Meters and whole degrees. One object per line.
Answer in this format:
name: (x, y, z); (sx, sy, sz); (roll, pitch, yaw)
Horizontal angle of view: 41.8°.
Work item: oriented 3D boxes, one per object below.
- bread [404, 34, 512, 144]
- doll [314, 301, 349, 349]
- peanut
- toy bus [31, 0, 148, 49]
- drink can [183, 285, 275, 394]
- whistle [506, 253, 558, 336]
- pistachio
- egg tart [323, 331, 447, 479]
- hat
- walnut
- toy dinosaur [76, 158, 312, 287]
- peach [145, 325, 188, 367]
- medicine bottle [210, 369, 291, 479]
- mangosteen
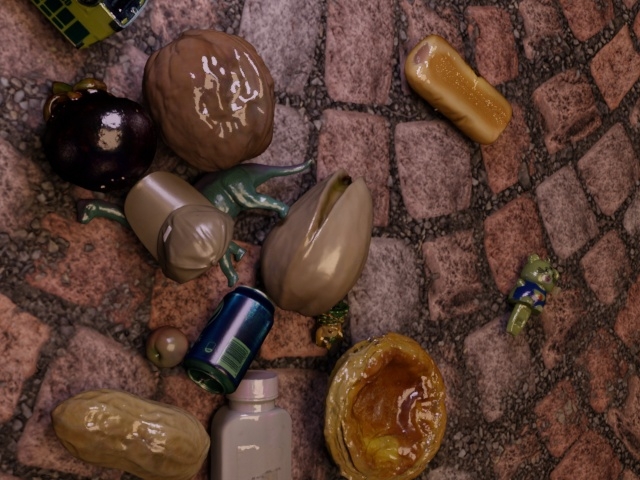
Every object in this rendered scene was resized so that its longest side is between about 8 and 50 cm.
bread: (0.319, -0.346, 1.964); (0.305, 0.091, 0.142); (36, 80, -29)
doll: (0.013, 0.175, 1.816); (0.078, 0.076, 0.113); (-13, 132, -40)
peanut: (-0.341, 0.357, 1.534); (0.313, 0.152, 0.152); (29, 76, -28)
toy bus: (-0.438, -0.462, 1.435); (0.262, 0.150, 0.128); (49, 38, -25)
drink can: (-0.173, 0.193, 1.633); (0.118, 0.118, 0.205); (48, 54, -25)
whistle: (0.529, 0.139, 2.121); (0.105, 0.085, 0.227); (36, 73, -19)
pistachio: (0.000, 0.000, 1.704); (0.332, 0.207, 0.226); (-58, 163, -23)
egg tart: (0.124, 0.372, 1.831); (0.352, 0.150, 0.352); (1, 88, -38)
hat: (-0.259, -0.032, 1.507); (0.166, 0.144, 0.173); (-47, 120, -10)
walnut: (-0.199, -0.263, 1.553); (0.273, 0.227, 0.273); (2, 86, -29)
toy dinosaur: (-0.235, -0.105, 1.622); (0.331, 0.129, 0.383); (38, 71, -19)
peach: (-0.292, 0.201, 1.597); (0.083, 0.083, 0.083); (-1, 92, -33)
medicine bottle: (-0.139, 0.415, 1.687); (0.161, 0.111, 0.296); (-3, 95, -33)
mangosteen: (-0.394, -0.196, 1.468); (0.194, 0.194, 0.230); (-20, 76, -31)
